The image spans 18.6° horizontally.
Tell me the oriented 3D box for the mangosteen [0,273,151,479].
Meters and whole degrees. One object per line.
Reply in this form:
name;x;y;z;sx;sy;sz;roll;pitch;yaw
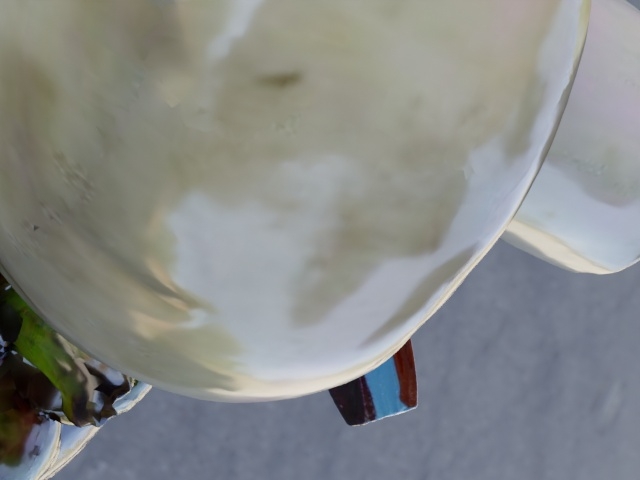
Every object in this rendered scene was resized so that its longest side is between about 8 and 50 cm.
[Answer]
mangosteen;-0.233;0.031;1.192;0.311;0.311;0.311;-43;146;-39

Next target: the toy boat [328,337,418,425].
toy boat;0.000;0.000;2.000;0.079;0.136;0.392;-24;98;-46

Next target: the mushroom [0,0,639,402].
mushroom;-0.018;-0.083;0.779;0.325;0.353;0.353;-46;148;-36
